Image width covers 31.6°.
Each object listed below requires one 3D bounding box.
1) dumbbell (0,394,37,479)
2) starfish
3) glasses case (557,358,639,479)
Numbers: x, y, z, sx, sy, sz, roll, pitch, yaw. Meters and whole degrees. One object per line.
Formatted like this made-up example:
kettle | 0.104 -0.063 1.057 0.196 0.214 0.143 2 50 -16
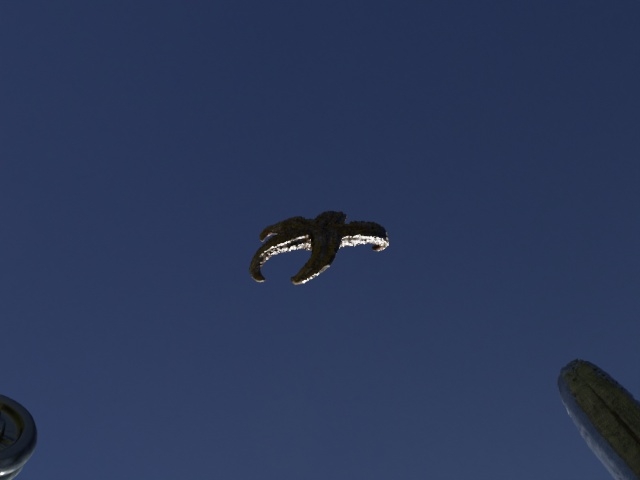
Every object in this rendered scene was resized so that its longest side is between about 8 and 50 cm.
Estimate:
dumbbell | -0.311 0.236 0.966 0.110 0.110 0.255 31 -63 33
starfish | 0.000 0.000 0.655 0.078 0.091 0.028 3 -71 8
glasses case | 0.313 0.220 1.023 0.067 0.109 0.282 -39 -124 -1
